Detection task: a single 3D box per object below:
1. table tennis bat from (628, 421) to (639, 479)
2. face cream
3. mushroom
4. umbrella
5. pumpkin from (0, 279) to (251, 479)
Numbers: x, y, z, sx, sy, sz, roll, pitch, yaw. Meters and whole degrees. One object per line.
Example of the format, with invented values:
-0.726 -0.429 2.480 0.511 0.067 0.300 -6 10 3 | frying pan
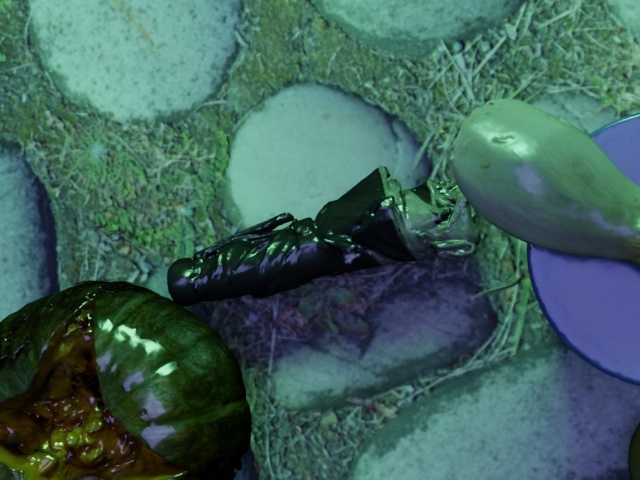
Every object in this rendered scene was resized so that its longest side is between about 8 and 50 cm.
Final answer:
0.461 0.219 0.930 0.369 0.054 0.224 13 46 44 | table tennis bat
0.332 0.014 0.980 0.249 0.225 0.248 -2 84 18 | face cream
0.218 -0.034 0.856 0.225 0.093 0.116 33 75 22 | mushroom
-0.001 -0.001 1.111 0.358 0.113 0.106 -14 106 11 | umbrella
-0.226 0.194 1.098 0.321 0.192 0.320 2 95 19 | pumpkin
